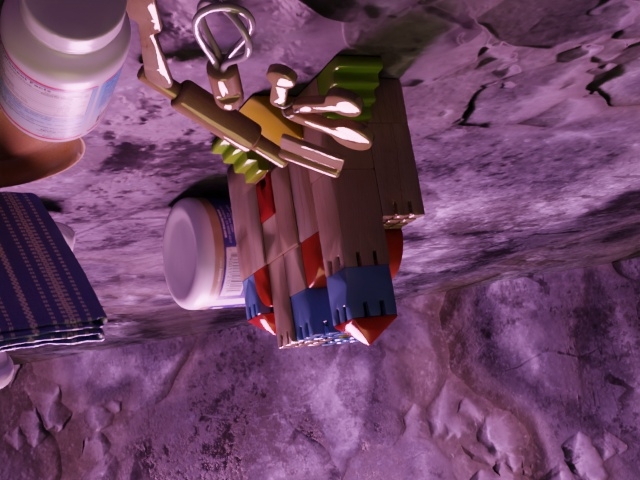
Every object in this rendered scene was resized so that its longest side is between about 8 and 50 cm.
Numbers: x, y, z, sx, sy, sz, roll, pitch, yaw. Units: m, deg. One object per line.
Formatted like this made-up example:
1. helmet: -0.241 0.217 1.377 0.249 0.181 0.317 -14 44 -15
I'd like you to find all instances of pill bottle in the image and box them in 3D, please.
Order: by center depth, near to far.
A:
1. pill bottle: -0.183 -0.136 0.633 0.087 0.087 0.160 -3 166 -23
2. pill bottle: -0.074 0.015 1.257 0.265 0.153 0.153 -1 166 -31

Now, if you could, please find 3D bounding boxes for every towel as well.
1. towel: -0.394 0.037 0.822 0.336 0.243 0.040 -6 129 -35

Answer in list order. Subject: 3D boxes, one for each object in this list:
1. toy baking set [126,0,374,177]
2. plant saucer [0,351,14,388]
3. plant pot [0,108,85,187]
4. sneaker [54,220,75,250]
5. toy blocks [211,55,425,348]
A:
1. toy baking set: -0.065 -0.129 0.736 0.256 0.030 0.197 29 159 -23
2. plant saucer: -0.512 0.042 0.966 0.401 0.100 0.400 23 178 1
3. plant pot: -0.345 -0.094 0.846 0.236 0.032 0.236 -8 169 -2
4. sneaker: -0.426 0.000 1.157 0.212 0.080 0.094 3 -162 -11
5. toy blocks: 0.000 0.000 0.981 0.191 0.260 0.381 -3 167 -25
